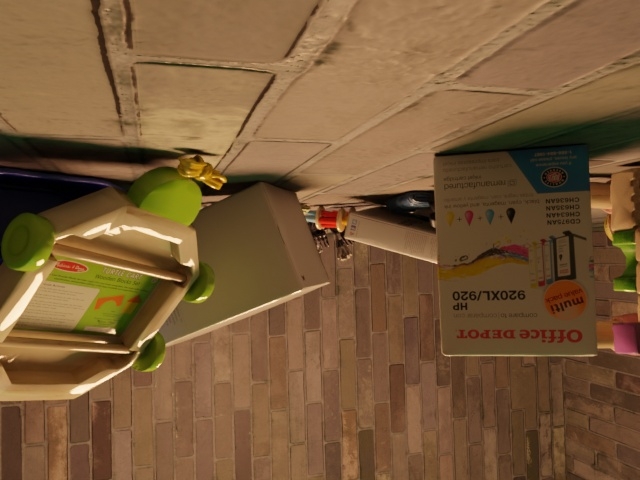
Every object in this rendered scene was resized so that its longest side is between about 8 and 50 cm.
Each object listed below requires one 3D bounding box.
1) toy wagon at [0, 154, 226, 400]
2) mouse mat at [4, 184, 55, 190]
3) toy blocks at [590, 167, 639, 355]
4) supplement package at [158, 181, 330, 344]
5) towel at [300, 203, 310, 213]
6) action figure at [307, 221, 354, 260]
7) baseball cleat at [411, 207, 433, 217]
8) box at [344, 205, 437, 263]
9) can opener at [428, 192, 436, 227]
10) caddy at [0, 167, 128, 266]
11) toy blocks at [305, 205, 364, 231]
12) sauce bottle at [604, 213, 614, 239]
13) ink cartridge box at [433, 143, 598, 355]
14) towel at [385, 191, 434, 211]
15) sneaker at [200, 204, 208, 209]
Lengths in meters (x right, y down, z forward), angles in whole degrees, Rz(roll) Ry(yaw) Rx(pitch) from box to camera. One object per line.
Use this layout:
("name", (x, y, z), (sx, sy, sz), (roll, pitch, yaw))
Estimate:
("toy wagon", (-0.236, 0.040, 0.636), (0.068, 0.344, 0.267), (40, -173, 29))
("mouse mat", (-0.446, -0.073, 0.889), (0.153, 0.007, 0.190), (-3, 177, 32))
("toy blocks", (0.533, 0.033, 0.761), (0.260, 0.288, 0.309), (3, 174, -13))
("supplement package", (-0.162, 0.047, 0.920), (0.293, 0.177, 0.175), (-22, 173, 14))
("towel", (-0.101, -0.061, 1.204), (0.110, 0.027, 0.148), (1, 177, -34))
("action figure", (0.000, 0.000, 1.532), (0.164, 0.141, 0.276), (-13, 179, -11))
("baseball cleat", (0.299, -0.060, 1.252), (0.206, 0.072, 0.109), (-4, 162, 8))
("box", (0.237, -0.003, 1.122), (0.322, 0.058, 0.232), (17, -167, 20))
("can opener", (0.273, -0.069, 0.934), (0.186, 0.059, 0.073), (-11, 150, 6))
("caddy", (-0.367, 0.035, 0.718), (0.179, 0.241, 0.341), (3, -179, 34))
("toy blocks", (0.040, -0.050, 1.254), (0.148, 0.054, 0.123), (7, -172, 21))
("sauce bottle", (0.707, -0.042, 1.254), (0.111, 0.111, 0.344), (-2, 177, 23))
("ink cartridge box", (0.233, 0.017, 0.692), (0.171, 0.232, 0.168), (-2, 178, 15))
("towel", (0.173, -0.072, 1.054), (0.067, 0.029, 0.119), (0, 178, -16))
("sneaker", (-0.315, -0.035, 1.061), (0.095, 0.090, 0.235), (8, -178, 30))
